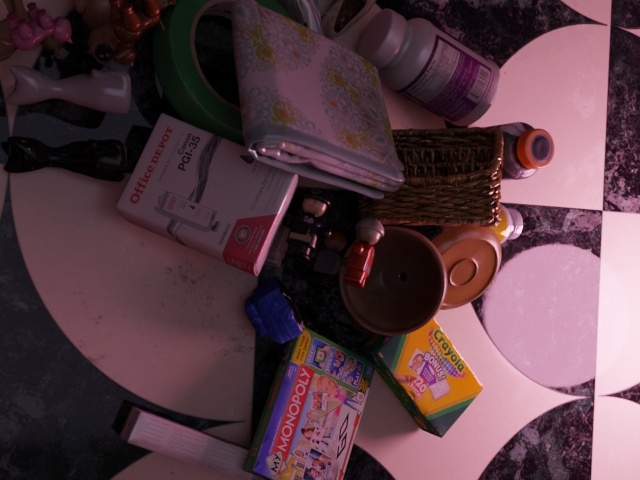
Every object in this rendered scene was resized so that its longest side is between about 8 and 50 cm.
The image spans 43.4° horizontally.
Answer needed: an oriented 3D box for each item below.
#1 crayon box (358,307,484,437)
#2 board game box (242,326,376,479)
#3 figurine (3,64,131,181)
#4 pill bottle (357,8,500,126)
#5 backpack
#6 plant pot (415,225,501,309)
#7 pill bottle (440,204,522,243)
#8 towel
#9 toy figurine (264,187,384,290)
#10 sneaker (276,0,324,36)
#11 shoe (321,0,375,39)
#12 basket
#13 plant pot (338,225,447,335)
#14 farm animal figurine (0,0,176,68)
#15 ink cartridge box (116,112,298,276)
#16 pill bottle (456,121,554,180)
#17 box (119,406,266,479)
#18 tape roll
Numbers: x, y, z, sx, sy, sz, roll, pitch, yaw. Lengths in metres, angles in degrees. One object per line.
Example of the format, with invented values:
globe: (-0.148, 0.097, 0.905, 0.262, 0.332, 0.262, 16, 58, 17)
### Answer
crayon box: (0.235, 0.293, 1.843, 0.165, 0.081, 0.278, -44, 110, -20)
board game box: (-0.016, 0.367, 1.693, 0.214, 0.046, 0.317, 31, 63, -26)
figurine: (-0.452, -0.211, 1.432, 0.210, 0.092, 0.214, -1, 120, -22)
pill bottle: (0.238, -0.387, 1.783, 0.302, 0.169, 0.169, 24, 80, -26)
backpack: (-0.094, 0.153, 1.661, 0.101, 0.098, 0.120, -30, 106, 6)
plant pot: (0.323, 0.068, 1.852, 0.236, 0.032, 0.236, -13, 124, -20)
pill bottle: (0.385, -0.039, 1.904, 0.184, 0.103, 0.103, 0, 91, -28)
towel: (-0.006, -0.259, 1.532, 0.375, 0.090, 0.320, 16, 51, -41)
toy figurine: (0.000, 0.000, 1.641, 0.213, 0.209, 0.148, 24, 73, -22)
sneaker: (-0.023, -0.455, 1.693, 0.086, 0.085, 0.237, -32, 109, -31)
shoe: (0.075, -0.516, 1.755, 0.076, 0.058, 0.219, 45, 71, -21)
basket: (0.229, -0.141, 1.692, 0.299, 0.213, 0.223, 2, 91, 16)
plant pot: (0.167, 0.084, 1.762, 0.110, 0.237, 0.237, -11, 98, -69)
farm animal figurine: (-0.413, -0.397, 1.416, 0.330, 0.172, 0.326, 4, 51, 10)
ink cartridge box: (-0.208, -0.084, 1.511, 0.283, 0.117, 0.207, 22, 79, 4)
pill bottle: (0.417, -0.201, 1.838, 0.131, 0.246, 0.130, 0, 91, -28)
box: (-0.237, 0.416, 1.605, 0.324, 0.063, 0.067, 26, 77, -26)
tape roll: (-0.168, -0.350, 1.573, 0.321, 0.077, 0.321, 10, 73, -36)
